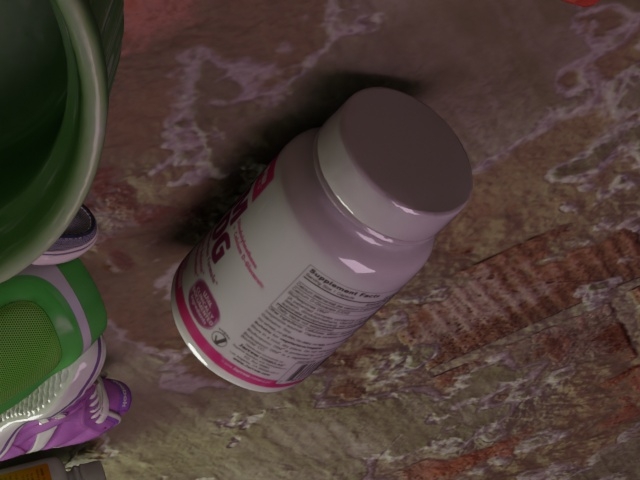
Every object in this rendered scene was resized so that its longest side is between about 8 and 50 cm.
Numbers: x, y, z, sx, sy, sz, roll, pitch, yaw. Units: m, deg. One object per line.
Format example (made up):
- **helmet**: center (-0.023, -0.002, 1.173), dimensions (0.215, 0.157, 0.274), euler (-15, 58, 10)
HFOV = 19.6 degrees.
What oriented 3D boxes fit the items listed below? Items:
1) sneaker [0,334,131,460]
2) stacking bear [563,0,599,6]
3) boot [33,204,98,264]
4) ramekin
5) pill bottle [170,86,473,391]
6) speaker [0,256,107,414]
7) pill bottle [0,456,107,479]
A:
- **sneaker**: center (-0.242, 0.133, 1.809), dimensions (0.161, 0.102, 0.282), euler (-4, 160, -35)
- **stacking bear**: center (0.068, -0.273, 1.194), dimensions (0.289, 0.175, 0.164), euler (4, 147, -25)
- **boot**: center (-0.249, -0.033, 1.511), dimensions (0.190, 0.069, 0.086), euler (7, 146, -39)
- **ramekin**: center (-0.263, -0.124, 1.112), dimensions (0.303, 0.148, 0.303), euler (3, 120, 6)
- **pill bottle**: center (0.000, 0.000, 1.636), dimensions (0.160, 0.160, 0.283), euler (4, 145, -37)
- **speaker**: center (-0.330, 0.109, 1.565), dimensions (0.296, 0.131, 0.131), euler (-34, 159, -24)
- **pill bottle**: center (-0.336, 0.308, 2.034), dimensions (0.215, 0.117, 0.117), euler (-14, 152, -11)
